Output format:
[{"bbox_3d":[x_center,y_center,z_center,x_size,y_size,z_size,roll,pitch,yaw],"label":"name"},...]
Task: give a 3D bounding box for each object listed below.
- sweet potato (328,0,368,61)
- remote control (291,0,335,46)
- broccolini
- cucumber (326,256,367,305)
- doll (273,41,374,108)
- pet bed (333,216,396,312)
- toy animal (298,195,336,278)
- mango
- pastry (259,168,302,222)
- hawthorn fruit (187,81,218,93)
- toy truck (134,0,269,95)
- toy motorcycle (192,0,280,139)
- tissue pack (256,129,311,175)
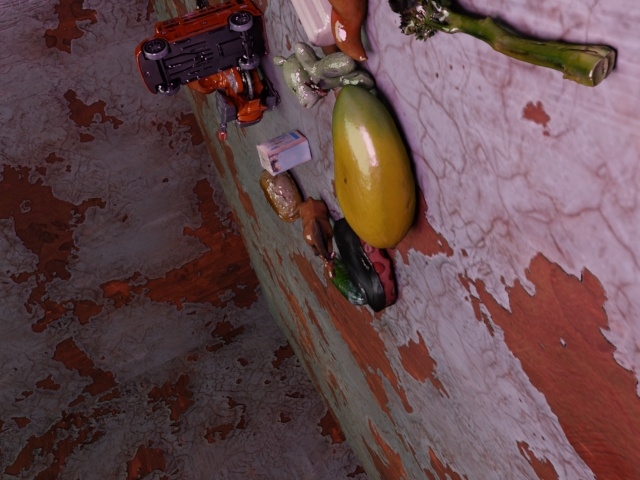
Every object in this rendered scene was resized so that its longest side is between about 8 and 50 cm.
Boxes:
[{"bbox_3d":[0.024,-0.300,0.696,0.055,0.058,0.202,30,147,35],"label":"sweet potato"},{"bbox_3d":[-0.034,-0.372,0.815,0.230,0.049,0.090,66,166,4],"label":"remote control"},{"bbox_3d":[0.142,-0.181,0.506,0.254,0.071,0.058,41,113,48],"label":"broccolini"},{"bbox_3d":[0.059,0.093,1.315,0.250,0.056,0.056,-135,23,-65],"label":"cucumber"},{"bbox_3d":[0.003,-0.222,0.834,0.115,0.078,0.150,23,173,-38],"label":"doll"},{"bbox_3d":[0.080,0.042,1.138,0.201,0.053,0.201,60,166,26],"label":"pet bed"},{"bbox_3d":[0.000,0.000,1.270,0.230,0.066,0.224,87,170,-69],"label":"toy animal"},{"bbox_3d":[0.071,-0.090,0.826,0.137,0.091,0.237,47,160,39],"label":"mango"},{"bbox_3d":[-0.096,-0.116,1.521,0.153,0.081,0.153,55,163,26],"label":"pastry"},{"bbox_3d":[-0.323,-0.476,1.731,0.140,0.125,0.125,34,173,-11],"label":"hawthorn fruit"},{"bbox_3d":[-0.234,-0.380,1.185,0.107,0.252,0.114,84,162,-56],"label":"toy truck"},{"bbox_3d":[-0.215,-0.381,1.364,0.326,0.147,0.221,61,160,24],"label":"toy motorcycle"},{"bbox_3d":[-0.074,-0.182,1.261,0.074,0.094,0.059,46,157,51],"label":"tissue pack"}]
